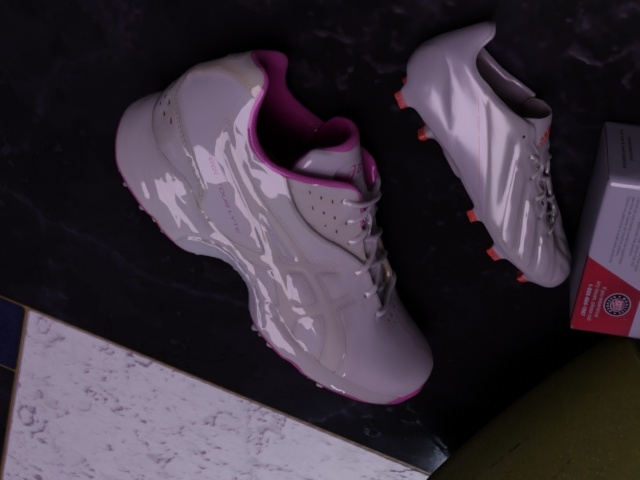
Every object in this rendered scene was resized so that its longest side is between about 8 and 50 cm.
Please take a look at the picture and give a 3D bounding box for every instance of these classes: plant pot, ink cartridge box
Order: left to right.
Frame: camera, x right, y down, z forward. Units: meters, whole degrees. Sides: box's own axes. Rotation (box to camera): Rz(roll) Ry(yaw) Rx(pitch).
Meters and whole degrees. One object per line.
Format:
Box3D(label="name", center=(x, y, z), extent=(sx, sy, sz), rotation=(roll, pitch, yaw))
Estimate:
Box3D(label="plant pot", center=(0.209, 0.213, 0.627), extent=(0.275, 0.275, 0.293), rotation=(24, 116, -3))
Box3D(label="ink cartridge box", center=(0.260, 0.004, 0.540), extent=(0.175, 0.072, 0.127), rotation=(8, 130, 10))

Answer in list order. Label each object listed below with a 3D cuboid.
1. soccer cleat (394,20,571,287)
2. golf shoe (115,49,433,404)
Box3D(label="soccer cleat", center=(0.124, -0.049, 0.545), extent=(0.076, 0.068, 0.196), rotation=(-25, 115, 28))
Box3D(label="golf shoe", center=(0.000, 0.000, 0.592), extent=(0.140, 0.115, 0.306), rotation=(-31, 116, 30))
